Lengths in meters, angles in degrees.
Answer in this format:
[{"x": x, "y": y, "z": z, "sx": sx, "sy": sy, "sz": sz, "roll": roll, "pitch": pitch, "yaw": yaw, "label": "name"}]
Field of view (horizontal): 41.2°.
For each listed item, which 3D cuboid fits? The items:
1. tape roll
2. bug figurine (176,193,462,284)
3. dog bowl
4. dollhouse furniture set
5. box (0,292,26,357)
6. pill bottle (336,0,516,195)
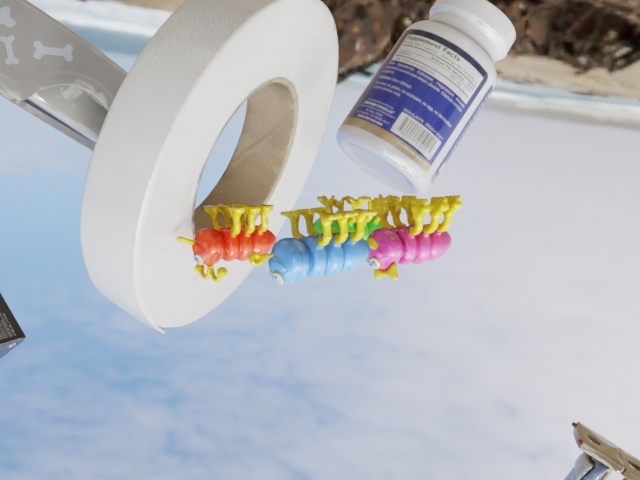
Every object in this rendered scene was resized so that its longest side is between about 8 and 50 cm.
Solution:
[{"x": -0.106, "y": -0.089, "z": 0.922, "sx": 0.072, "sy": 0.391, "sz": 0.392, "roll": 27, "pitch": -164, "yaw": 16, "label": "tape roll"}, {"x": 0.000, "y": 0.000, "z": 0.779, "sx": 0.216, "sy": 0.072, "sz": 0.279, "roll": -8, "pitch": -174, "yaw": -25, "label": "bug figurine"}, {"x": -0.367, "y": -0.221, "z": 1.067, "sx": 0.349, "sy": 0.102, "sz": 0.349, "roll": 31, "pitch": 176, "yaw": 3, "label": "dog bowl"}, {"x": 0.339, "y": 0.337, "z": 1.044, "sx": 0.129, "sy": 0.129, "sz": 0.183, "roll": 32, "pitch": -164, "yaw": 2, "label": "dollhouse furniture set"}, {"x": -0.527, "y": 0.055, "z": 1.077, "sx": 0.103, "sy": 0.261, "sz": 0.184, "roll": -35, "pitch": 172, "yaw": 19, "label": "box"}, {"x": 0.152, "y": -0.208, "z": 1.192, "sx": 0.153, "sy": 0.264, "sz": 0.153, "roll": 34, "pitch": 173, "yaw": 5, "label": "pill bottle"}]
